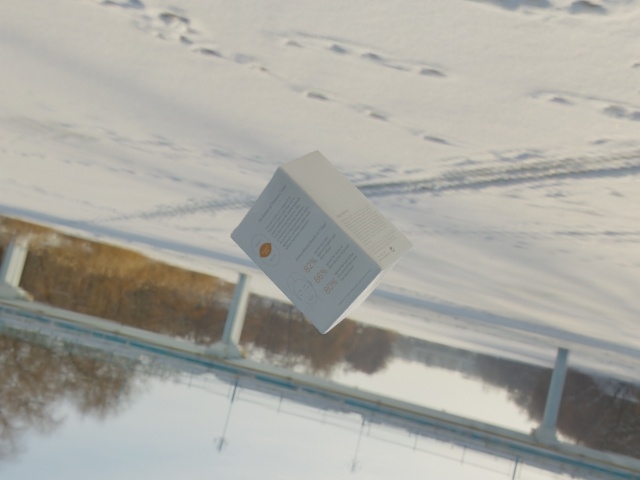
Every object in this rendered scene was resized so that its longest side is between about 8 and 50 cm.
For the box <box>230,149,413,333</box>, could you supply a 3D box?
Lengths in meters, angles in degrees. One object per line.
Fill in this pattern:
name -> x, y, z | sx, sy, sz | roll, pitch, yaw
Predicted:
box -> 0.000, 0.000, 0.917 | 0.170, 0.130, 0.091 | 46, -144, 9
